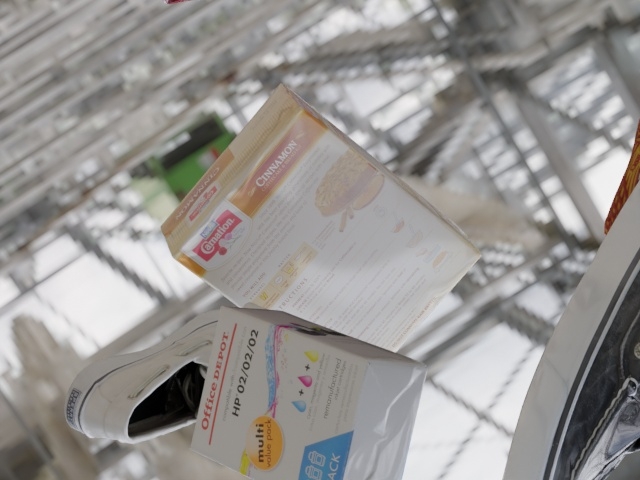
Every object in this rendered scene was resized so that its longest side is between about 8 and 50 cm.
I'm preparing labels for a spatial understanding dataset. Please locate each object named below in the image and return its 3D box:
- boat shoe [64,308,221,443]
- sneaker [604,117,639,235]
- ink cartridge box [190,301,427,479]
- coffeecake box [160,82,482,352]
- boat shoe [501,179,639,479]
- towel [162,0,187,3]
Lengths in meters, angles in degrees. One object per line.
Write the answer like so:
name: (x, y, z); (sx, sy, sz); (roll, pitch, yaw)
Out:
boat shoe: (-0.129, 0.137, 1.777); (0.088, 0.096, 0.267); (21, -160, 33)
sneaker: (0.280, -0.062, 1.416); (0.064, 0.067, 0.175); (36, -76, 52)
ink cartridge box: (-0.023, 0.107, 1.202); (0.061, 0.104, 0.181); (8, -174, -45)
coffeecake box: (0.000, 0.000, 1.327); (0.142, 0.185, 0.068); (-49, -157, 7)
boat shoe: (0.203, 0.078, 1.139); (0.102, 0.108, 0.301); (21, -123, 18)
towel: (0.000, -0.239, 1.246); (0.275, 0.031, 0.199); (-12, -143, -14)
